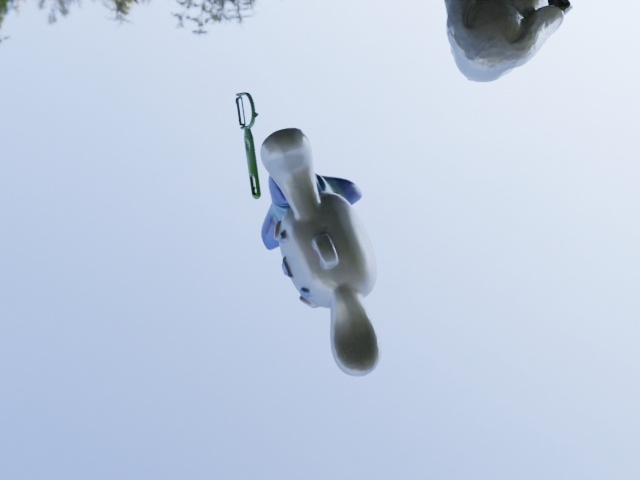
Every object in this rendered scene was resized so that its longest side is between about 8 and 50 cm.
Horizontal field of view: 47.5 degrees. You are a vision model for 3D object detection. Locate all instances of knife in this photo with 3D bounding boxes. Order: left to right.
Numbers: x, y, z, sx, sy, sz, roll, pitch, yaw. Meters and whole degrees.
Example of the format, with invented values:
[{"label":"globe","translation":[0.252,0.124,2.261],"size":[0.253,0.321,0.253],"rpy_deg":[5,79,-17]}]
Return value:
[{"label":"knife","translation":[-0.133,-0.187,1.432],"size":[0.054,0.015,0.212],"rpy_deg":[-2,-82,39]}]

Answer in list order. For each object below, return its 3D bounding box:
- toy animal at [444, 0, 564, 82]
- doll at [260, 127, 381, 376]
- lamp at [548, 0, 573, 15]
[{"label":"toy animal","translation":[0.365,-0.459,1.554],"size":[0.271,0.206,0.265],"rpy_deg":[26,-120,4]},{"label":"doll","translation":[-0.009,0.000,1.212],"size":[0.186,0.365,0.376],"rpy_deg":[-2,-81,-2]},{"label":"lamp","translation":[0.485,-0.542,1.741],"size":[0.250,0.101,0.101],"rpy_deg":[-15,-114,-6]}]
